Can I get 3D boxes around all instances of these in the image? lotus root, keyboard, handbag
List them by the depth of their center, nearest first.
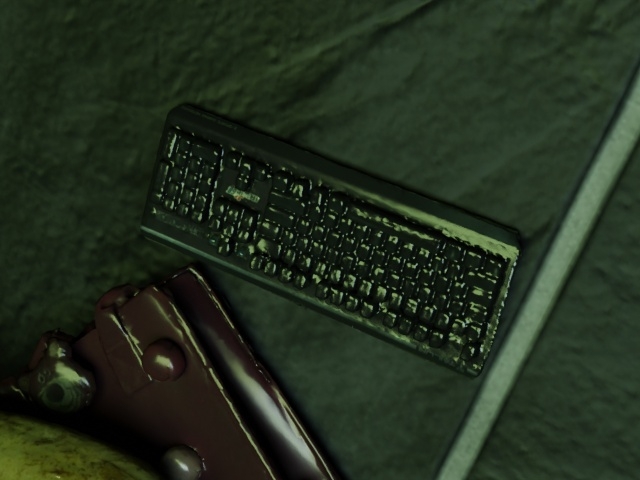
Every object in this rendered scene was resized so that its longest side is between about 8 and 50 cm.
[{"bbox_3d":[0.000,0.000,0.861,0.230,0.025,0.094,22,111,19],"label":"keyboard"},{"bbox_3d":[-0.199,0.151,0.883,0.258,0.097,0.110,6,103,22],"label":"lotus root"},{"bbox_3d":[-0.106,0.145,0.928,0.203,0.074,0.216,-34,88,29],"label":"handbag"}]
